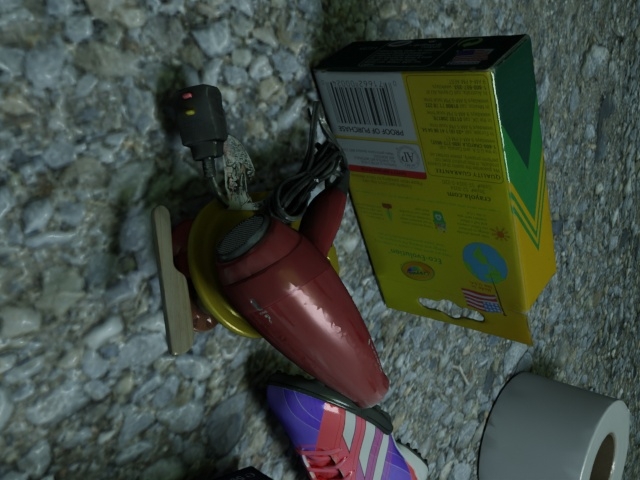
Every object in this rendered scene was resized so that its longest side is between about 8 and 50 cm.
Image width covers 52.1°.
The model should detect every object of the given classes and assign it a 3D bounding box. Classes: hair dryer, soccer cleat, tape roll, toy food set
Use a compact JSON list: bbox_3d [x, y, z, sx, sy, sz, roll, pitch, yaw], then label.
[{"bbox_3d":[0.000,0.000,0.562,0.223,0.080,0.294,-3,77,-50],"label":"hair dryer"},{"bbox_3d":[0.028,0.245,0.716,0.318,0.108,0.116,53,56,-46],"label":"soccer cleat"},{"bbox_3d":[0.404,0.367,1.127,0.246,0.169,0.246,-14,109,-47],"label":"tape roll"},{"bbox_3d":[-0.077,0.027,0.583,0.218,0.071,0.128,-7,80,-50],"label":"toy food set"}]

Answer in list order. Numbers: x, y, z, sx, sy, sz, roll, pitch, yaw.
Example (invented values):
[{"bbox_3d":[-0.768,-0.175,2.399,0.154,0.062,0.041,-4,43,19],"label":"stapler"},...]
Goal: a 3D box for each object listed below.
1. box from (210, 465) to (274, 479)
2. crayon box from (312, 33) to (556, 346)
[{"bbox_3d":[-0.073,0.331,0.466,0.296,0.294,0.183,-4,102,-46],"label":"box"},{"bbox_3d":[0.129,-0.048,0.691,0.081,0.202,0.319,-43,129,-34],"label":"crayon box"}]
